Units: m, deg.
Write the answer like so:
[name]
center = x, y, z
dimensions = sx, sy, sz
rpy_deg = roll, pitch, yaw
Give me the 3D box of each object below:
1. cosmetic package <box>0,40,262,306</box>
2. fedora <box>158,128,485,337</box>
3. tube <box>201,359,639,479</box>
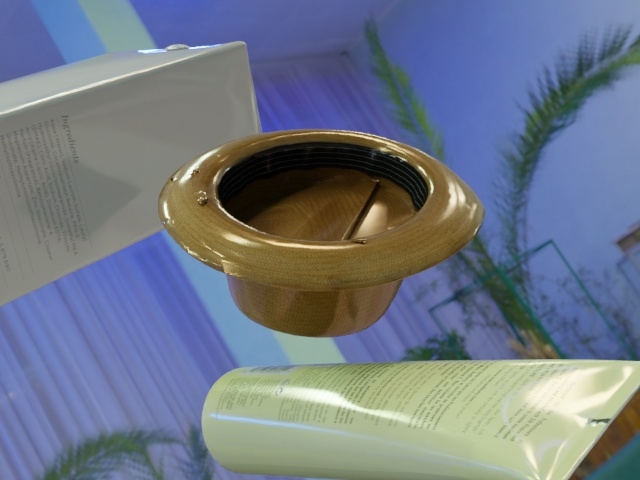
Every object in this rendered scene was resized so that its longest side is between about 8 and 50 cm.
[cosmetic package]
center = -0.254, -0.071, 0.908
dimensions = 0.217, 0.156, 0.385
rpy_deg = 7, 24, 42
[fedora]
center = 0.000, 0.000, 0.567
dimensions = 0.194, 0.194, 0.079
rpy_deg = -22, -52, -39
[tube]
center = 0.035, 0.089, 0.473
dimensions = 0.062, 0.070, 0.240
rpy_deg = 29, -27, -36
